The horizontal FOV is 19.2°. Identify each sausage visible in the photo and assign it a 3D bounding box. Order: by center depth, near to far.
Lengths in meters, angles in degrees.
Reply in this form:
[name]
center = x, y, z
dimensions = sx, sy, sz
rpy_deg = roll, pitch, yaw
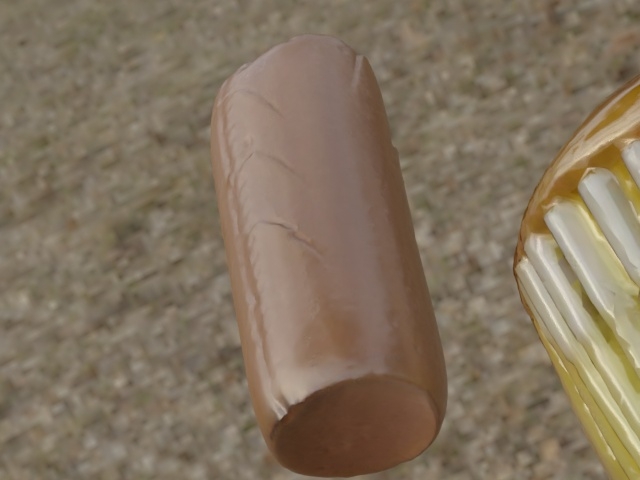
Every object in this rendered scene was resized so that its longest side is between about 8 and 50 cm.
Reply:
[sausage]
center = 0.000, -0.001, 1.174
dimensions = 0.121, 0.121, 0.304
rpy_deg = -21, 50, 11

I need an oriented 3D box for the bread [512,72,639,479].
[bread]
center = 0.171, 0.016, 0.576
dimensions = 0.204, 0.156, 0.288
rpy_deg = -25, -20, 10
